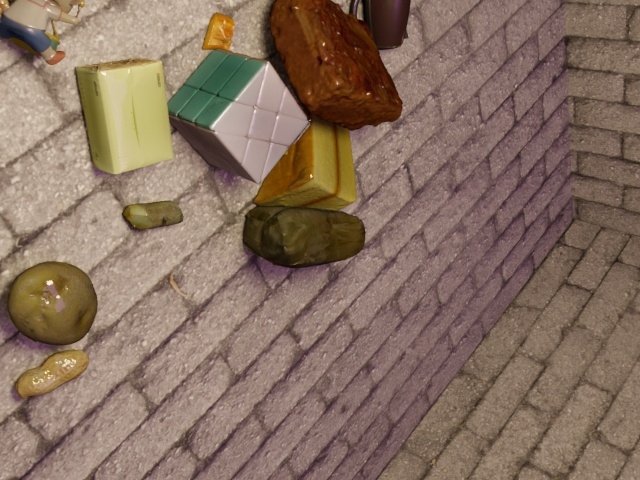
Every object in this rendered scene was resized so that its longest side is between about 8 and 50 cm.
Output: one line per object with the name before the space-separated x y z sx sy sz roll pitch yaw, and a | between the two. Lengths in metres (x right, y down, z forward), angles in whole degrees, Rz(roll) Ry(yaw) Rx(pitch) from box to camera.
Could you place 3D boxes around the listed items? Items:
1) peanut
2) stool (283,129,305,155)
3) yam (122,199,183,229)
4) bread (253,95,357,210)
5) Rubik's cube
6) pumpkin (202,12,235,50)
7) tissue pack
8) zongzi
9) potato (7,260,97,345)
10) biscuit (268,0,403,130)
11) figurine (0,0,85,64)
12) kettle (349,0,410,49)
peanut | -0.638 0.312 1.515 0.174 0.080 0.080 -29 127 -34
stool | -0.126 -0.313 1.781 0.135 0.110 0.134 -11 113 -46
yam | -0.417 -0.063 1.598 0.146 0.070 0.069 -13 116 -46
bread | -0.041 -0.276 1.939 0.233 0.245 0.361 21 60 -49
Rubik's cube | -0.208 -0.310 1.590 0.231 0.225 0.221 -53 139 -12
pumpkin | -0.252 -0.521 1.608 0.073 0.035 0.101 8 103 -47
tissue pack | -0.436 -0.285 1.434 0.159 0.125 0.234 -24 122 -40
zongzi | 0.000 0.000 1.772 0.356 0.393 0.174 1 97 -21
potato | -0.596 0.144 1.431 0.178 0.160 0.235 -20 135 -13
biscuit | 0.039 -0.479 1.722 0.395 0.166 0.342 6 57 -57
figurine | -0.529 -0.489 1.232 0.161 0.158 0.275 25 87 -14
kettle | 0.187 -0.701 1.947 0.202 0.144 0.232 -14 121 -22
